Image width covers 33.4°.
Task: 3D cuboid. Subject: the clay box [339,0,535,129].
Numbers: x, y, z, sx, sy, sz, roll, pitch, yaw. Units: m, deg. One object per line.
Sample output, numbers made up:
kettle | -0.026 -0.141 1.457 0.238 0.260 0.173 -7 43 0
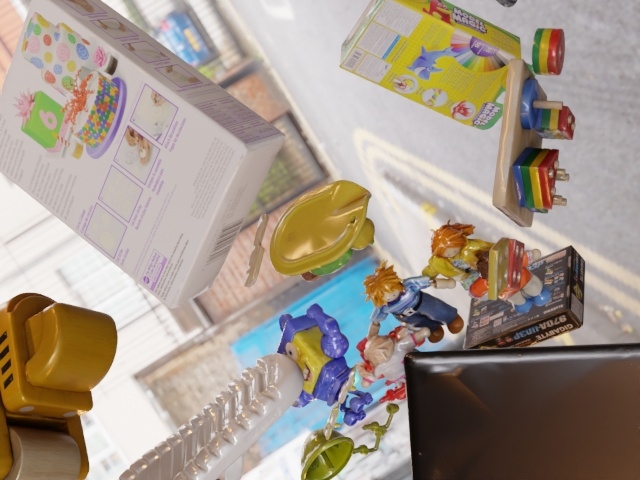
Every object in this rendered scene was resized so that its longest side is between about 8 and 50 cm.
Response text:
clay box | 0.151 -0.231 1.344 0.222 0.127 0.053 21 -135 -18

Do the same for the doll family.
doll family | 0.133 0.062 1.268 0.163 0.263 0.118 35 -159 -51

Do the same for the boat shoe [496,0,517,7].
boat shoe | 0.236 -0.413 1.491 0.083 0.065 0.183 -57 49 44

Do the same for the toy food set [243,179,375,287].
toy food set | 0.000 0.000 1.478 0.071 0.218 0.128 32 -128 -38

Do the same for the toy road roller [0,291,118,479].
toy road roller | -0.449 0.240 1.739 0.202 0.240 0.329 22 -134 -54

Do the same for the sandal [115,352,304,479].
sandal | -0.172 0.345 1.611 0.102 0.416 0.169 48 -177 -27

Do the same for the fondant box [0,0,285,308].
fondant box | -0.232 -0.113 1.274 0.330 0.238 0.096 36 -150 14

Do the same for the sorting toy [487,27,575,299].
sorting toy | 0.200 -0.076 0.983 0.132 0.046 0.274 22 -104 -67

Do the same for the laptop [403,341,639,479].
laptop | 0.309 0.260 1.369 0.236 0.382 0.408 -80 -14 -66

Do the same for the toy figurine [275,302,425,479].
toy figurine | 0.012 0.206 1.727 0.217 0.191 0.362 45 141 25

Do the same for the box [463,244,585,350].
box | 0.367 0.117 1.925 0.051 0.220 0.175 48 -145 -24
